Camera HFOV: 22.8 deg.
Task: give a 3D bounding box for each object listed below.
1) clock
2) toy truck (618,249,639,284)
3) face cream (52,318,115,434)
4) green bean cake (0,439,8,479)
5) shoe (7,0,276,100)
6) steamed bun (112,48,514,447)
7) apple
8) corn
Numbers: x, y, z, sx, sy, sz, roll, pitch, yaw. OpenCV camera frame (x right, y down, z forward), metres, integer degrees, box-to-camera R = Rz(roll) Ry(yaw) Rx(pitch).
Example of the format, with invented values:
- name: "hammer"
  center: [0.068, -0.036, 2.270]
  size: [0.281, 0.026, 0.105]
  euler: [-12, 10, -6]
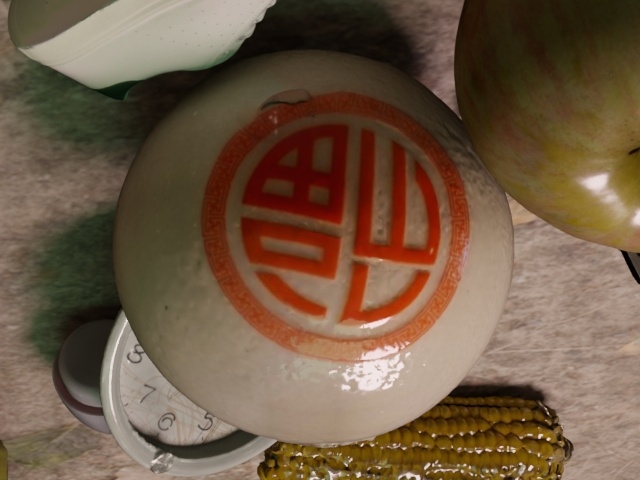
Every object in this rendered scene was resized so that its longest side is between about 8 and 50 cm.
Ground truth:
- name: "clock"
  center: [-0.087, 0.084, 1.312]
  size: [0.236, 0.053, 0.236]
  euler: [-17, 121, -32]
- name: "toy truck"
  center: [0.347, 0.035, 1.366]
  size: [0.125, 0.101, 0.242]
  euler: [-31, 140, 17]
- name: "face cream"
  center: [-0.180, 0.119, 1.359]
  size: [0.091, 0.091, 0.095]
  euler: [-9, 149, -1]
- name: "green bean cake"
  center: [-0.447, 0.278, 1.395]
  size: [0.310, 0.285, 0.202]
  euler: [-2, 172, 27]
- name: "shoe"
  center: [-0.070, -0.172, 1.029]
  size: [0.265, 0.095, 0.110]
  euler: [-20, 146, 20]
- name: "steamed bun"
  center: [0.000, 0.000, 1.090]
  size: [0.283, 0.283, 0.177]
  euler: [-3, 172, -9]
- name: "apple"
  center: [0.215, -0.124, 1.021]
  size: [0.257, 0.234, 0.257]
  euler: [4, 139, 3]
- name: "corn"
  center: [0.093, 0.204, 1.511]
  size: [0.318, 0.115, 0.115]
  euler: [3, 140, -15]
